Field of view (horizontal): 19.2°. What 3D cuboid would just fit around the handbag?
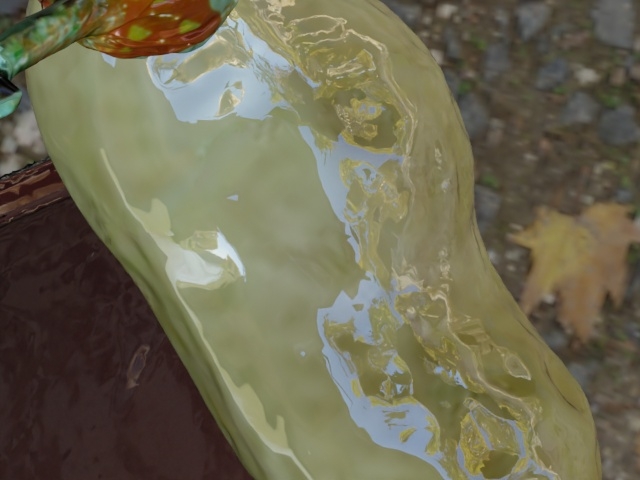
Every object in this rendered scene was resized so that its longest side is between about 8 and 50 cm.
[{"bbox_3d":[-0.107,0.081,0.959,0.275,0.084,0.260,-25,110,-41],"label":"handbag"}]

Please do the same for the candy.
[{"bbox_3d":[-0.080,-0.036,0.439,0.185,0.056,0.049,-44,115,-40],"label":"candy"}]

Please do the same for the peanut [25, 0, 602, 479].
[{"bbox_3d":[0.000,0.000,0.710,0.148,0.147,0.318,-28,80,-20],"label":"peanut"}]
